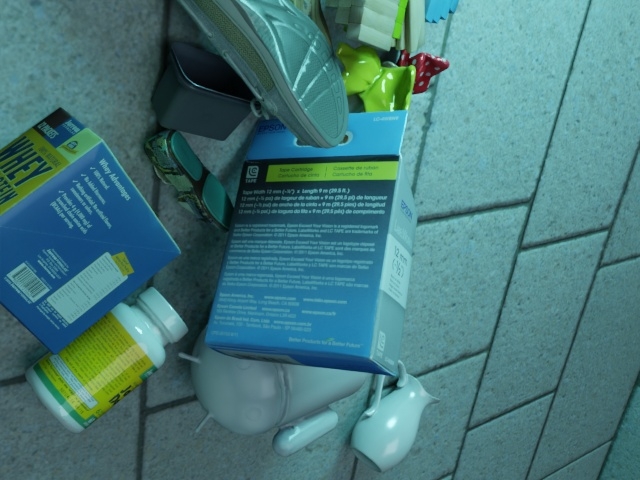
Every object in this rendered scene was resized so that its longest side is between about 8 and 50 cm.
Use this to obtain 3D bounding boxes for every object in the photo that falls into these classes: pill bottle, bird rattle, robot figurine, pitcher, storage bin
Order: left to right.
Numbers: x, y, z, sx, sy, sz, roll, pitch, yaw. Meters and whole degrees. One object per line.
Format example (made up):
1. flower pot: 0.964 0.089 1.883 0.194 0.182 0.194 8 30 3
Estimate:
1. pill bottle: -0.297 0.163 1.028 0.208 0.118 0.117 -40 134 -17
2. storage bin: -0.158 -0.195 0.968 0.135 0.098 0.091 9 136 -44
3. robot figurine: -0.061 0.194 1.191 0.354 0.200 0.299 -14 83 -35
4. bird rattle: 0.075 -0.229 1.121 0.207 0.143 0.253 -47 -178 27
5. pitcher: 0.143 0.372 1.550 0.207 0.125 0.177 -49 116 -22

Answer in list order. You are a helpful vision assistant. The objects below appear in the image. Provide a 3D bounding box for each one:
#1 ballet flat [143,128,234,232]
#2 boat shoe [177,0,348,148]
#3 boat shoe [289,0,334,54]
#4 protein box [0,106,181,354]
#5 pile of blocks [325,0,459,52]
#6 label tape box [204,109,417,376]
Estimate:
1. ballet flat: -0.186 -0.081 1.026 0.070 0.070 0.188 -41 130 -15
2. boat shoe: -0.078 -0.246 0.916 0.320 0.103 0.118 49 49 -24
3. boat shoe: -0.057 -0.321 0.962 0.089 0.105 0.285 -41 135 -19
4. protein box: -0.322 -0.012 0.888 0.201 0.136 0.199 -41 134 -15
5. pile of blocks: 0.110 -0.366 1.054 0.362 0.113 0.148 -36 134 -42
6. label tape box: 0.000 0.000 1.015 0.115 0.249 0.347 43 53 -56
